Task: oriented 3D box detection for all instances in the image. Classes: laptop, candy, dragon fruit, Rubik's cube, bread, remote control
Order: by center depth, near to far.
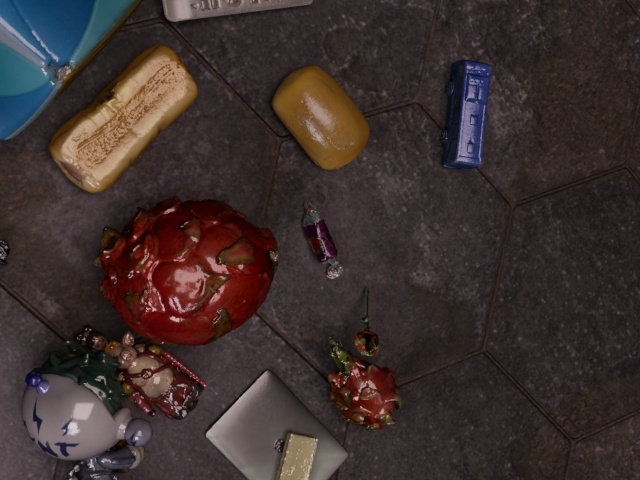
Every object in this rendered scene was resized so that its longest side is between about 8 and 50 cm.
[{"bbox_3d":[-0.503,-0.416,1.474,0.351,0.347,0.352,40,58,-19],"label":"Rubik's cube"},{"bbox_3d":[-0.241,0.058,1.666,0.342,0.277,0.278,10,87,-15],"label":"dragon fruit"},{"bbox_3d":[-0.366,-0.228,1.704,0.305,0.091,0.142,-47,112,-14],"label":"bread"},{"bbox_3d":[-0.168,-0.505,1.800,0.312,0.055,0.110,-14,102,-24],"label":"remote control"},{"bbox_3d":[0.007,-0.252,1.844,0.217,0.098,0.147,47,72,-16],"label":"bread"},{"bbox_3d":[-0.054,0.469,1.848,0.068,0.028,0.154,16,84,-21],"label":"bread"},{"bbox_3d":[0.074,0.289,1.855,0.135,0.137,0.236,-42,102,-18],"label":"dragon fruit"},{"bbox_3d":[-0.084,0.419,1.859,0.187,0.015,0.269,-45,105,-15],"label":"laptop"},{"bbox_3d":[0.095,0.163,1.864,0.055,0.049,0.185,32,36,-24],"label":"candy"},{"bbox_3d":[0.000,0.000,1.873,0.043,0.045,0.175,-33,103,-52],"label":"candy"}]

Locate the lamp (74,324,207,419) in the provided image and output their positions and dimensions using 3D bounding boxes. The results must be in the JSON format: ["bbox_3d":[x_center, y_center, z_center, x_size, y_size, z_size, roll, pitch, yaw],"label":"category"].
[{"bbox_3d":[-0.341,0.240,1.711,0.253,0.118,0.118,42,77,-17],"label":"lamp"}]

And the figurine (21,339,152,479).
[{"bbox_3d":[-0.407,0.359,1.628,0.260,0.186,0.382,-6,117,16],"label":"figurine"}]

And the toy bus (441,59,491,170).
[{"bbox_3d":[0.320,-0.273,1.961,0.079,0.094,0.237,7,89,-20],"label":"toy bus"}]

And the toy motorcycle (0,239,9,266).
[{"bbox_3d":[-0.646,0.016,1.622,0.173,0.058,0.100,31,87,-17],"label":"toy motorcycle"}]
